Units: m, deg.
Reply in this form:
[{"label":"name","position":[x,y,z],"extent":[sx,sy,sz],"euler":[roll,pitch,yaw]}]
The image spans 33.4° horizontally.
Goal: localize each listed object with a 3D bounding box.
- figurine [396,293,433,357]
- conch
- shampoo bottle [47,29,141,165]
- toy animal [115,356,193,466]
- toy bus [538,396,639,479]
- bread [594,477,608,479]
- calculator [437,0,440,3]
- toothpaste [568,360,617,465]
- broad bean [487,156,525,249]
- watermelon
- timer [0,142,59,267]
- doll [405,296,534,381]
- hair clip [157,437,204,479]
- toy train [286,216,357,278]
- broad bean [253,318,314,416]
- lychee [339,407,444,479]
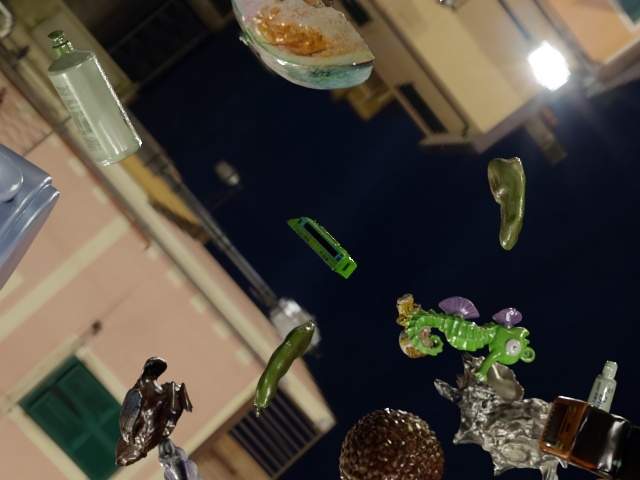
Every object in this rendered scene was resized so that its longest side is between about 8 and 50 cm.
[{"label":"figurine","position":[0.197,0.192,2.324],"extent":[0.068,0.143,0.101],"euler":[1,-133,46]},{"label":"conch","position":[0.367,0.354,2.091],"extent":[0.186,0.313,0.240],"euler":[-39,167,-13]},{"label":"shampoo bottle","position":[-0.395,-0.248,1.807],"extent":[0.087,0.234,0.118],"euler":[-32,-156,-15]},{"label":"toy animal","position":[-0.314,0.307,1.889],"extent":[0.179,0.116,0.218],"euler":[-46,168,9]},{"label":"toy bus","position":[0.473,0.327,1.562],"extent":[0.092,0.409,0.093],"euler":[11,-104,54]},{"label":"bread","position":[0.523,0.575,2.071],"extent":[0.260,0.147,0.160],"euler":[101,-6,-49]},{"label":"calculator","position":[0.202,-0.563,2.063],"extent":[0.034,0.190,0.126],"euler":[-19,168,-1]},{"label":"toothpaste","position":[0.615,0.391,2.384],"extent":[0.037,0.067,0.255],"euler":[-38,144,-77]},{"label":"broad bean","position":[0.410,-0.087,2.294],"extent":[0.072,0.206,0.153],"euler":[-6,153,2]},{"label":"watermelon","position":[-0.060,-0.363,1.921],"extent":[0.175,0.322,0.188],"euler":[-24,153,-16]},{"label":"timer","position":[-0.498,0.018,1.384],"extent":[0.395,0.173,0.395],"euler":[-53,-171,12]},{"label":"doll","position":[0.208,0.136,1.483],"extent":[0.050,0.190,0.115],"euler":[114,-11,-53]},{"label":"hair clip","position":[-0.286,0.485,2.161],"extent":[0.052,0.195,0.124],"euler":[-33,-151,-34]},{"label":"toy train","position":[0.000,0.000,2.073],"extent":[0.042,0.044,0.209],"euler":[-49,-138,4]},{"label":"broad bean","position":[-0.075,0.243,2.151],"extent":[0.046,0.065,0.254],"euler":[3,-139,32]},{"label":"lychee","position":[0.152,0.485,2.290],"extent":[0.236,0.236,0.271],"euler":[-37,-175,15]}]
